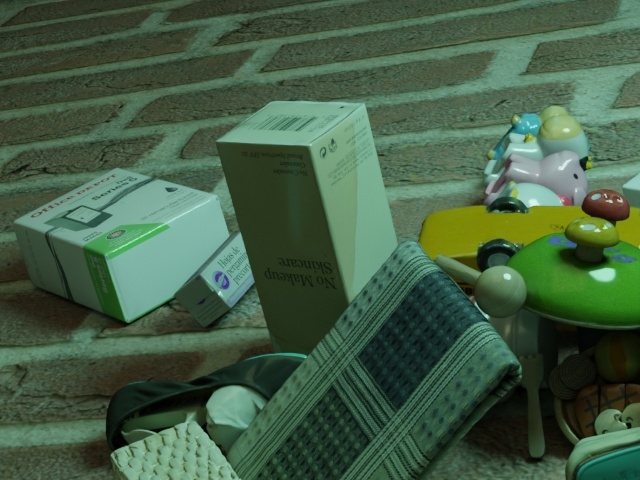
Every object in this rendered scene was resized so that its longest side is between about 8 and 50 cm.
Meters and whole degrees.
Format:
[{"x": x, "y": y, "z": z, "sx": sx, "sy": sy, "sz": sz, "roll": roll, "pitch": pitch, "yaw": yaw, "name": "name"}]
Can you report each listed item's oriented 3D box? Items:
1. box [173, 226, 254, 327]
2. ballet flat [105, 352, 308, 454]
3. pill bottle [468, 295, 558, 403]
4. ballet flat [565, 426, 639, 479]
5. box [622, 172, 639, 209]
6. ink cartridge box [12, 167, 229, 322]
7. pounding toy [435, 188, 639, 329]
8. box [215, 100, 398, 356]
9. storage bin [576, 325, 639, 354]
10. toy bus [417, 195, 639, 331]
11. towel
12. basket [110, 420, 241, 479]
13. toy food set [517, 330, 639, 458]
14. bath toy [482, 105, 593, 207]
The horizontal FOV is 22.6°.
[{"x": -0.091, "y": 0.006, "z": 2.224, "sx": 0.067, "sy": 0.063, "sz": 0.324, "roll": -38, "pitch": 7, "yaw": 38, "name": "box"}, {"x": -0.126, "y": 0.201, "z": 1.821, "sx": 0.280, "sy": 0.095, "sz": 0.096, "roll": -14, "pitch": 31, "yaw": 28, "name": "ballet flat"}, {"x": 0.147, "y": 0.123, "z": 1.776, "sx": 0.216, "sy": 0.121, "sz": 0.121, "roll": -5, "pitch": 25, "yaw": 22, "name": "pill bottle"}, {"x": 0.358, "y": 0.200, "z": 1.547, "sx": 0.248, "sy": 0.086, "sz": 0.086, "roll": -11, "pitch": 24, "yaw": 11, "name": "ballet flat"}, {"x": 0.485, "y": -0.058, "z": 2.012, "sx": 0.170, "sy": 0.091, "sz": 0.130, "roll": -33, "pitch": 29, "yaw": -34, "name": "box"}, {"x": -0.286, "y": 0.002, "z": 2.307, "sx": 0.198, "sy": 0.115, "sz": 0.273, "roll": -30, "pitch": 28, "yaw": -31, "name": "ink cartridge box"}, {"x": 0.258, "y": 0.009, "z": 1.660, "sx": 0.236, "sy": 0.110, "sz": 0.183, "roll": 2, "pitch": 18, "yaw": -15, "name": "pounding toy"}, {"x": 0.000, "y": 0.000, "z": 1.898, "sx": 0.148, "sy": 0.311, "sz": 0.121, "roll": 3, "pitch": 29, "yaw": 37, "name": "box"}, {"x": 0.331, "y": 0.114, "z": 1.725, "sx": 0.098, "sy": 0.091, "sz": 0.135, "roll": -30, "pitch": 27, "yaw": -31, "name": "storage bin"}, {"x": 0.276, "y": 0.032, "z": 1.845, "sx": 0.332, "sy": 0.130, "sz": 0.108, "roll": 1, "pitch": 34, "yaw": 12, "name": "toy bus"}, {"x": 0.048, "y": 0.182, "z": 1.622, "sx": 0.324, "sy": 0.056, "sz": 0.312, "roll": -50, "pitch": 27, "yaw": 6, "name": "towel"}, {"x": -0.141, "y": 0.271, "z": 1.642, "sx": 0.113, "sy": 0.103, "sz": 0.167, "roll": -21, "pitch": 23, "yaw": -16, "name": "basket"}, {"x": 0.297, "y": 0.156, "z": 1.634, "sx": 0.192, "sy": 0.038, "sz": 0.132, "roll": -9, "pitch": 66, "yaw": 15, "name": "toy food set"}, {"x": 0.297, "y": -0.071, "z": 2.128, "sx": 0.151, "sy": 0.129, "sz": 0.348, "roll": -54, "pitch": 7, "yaw": 25, "name": "bath toy"}]
